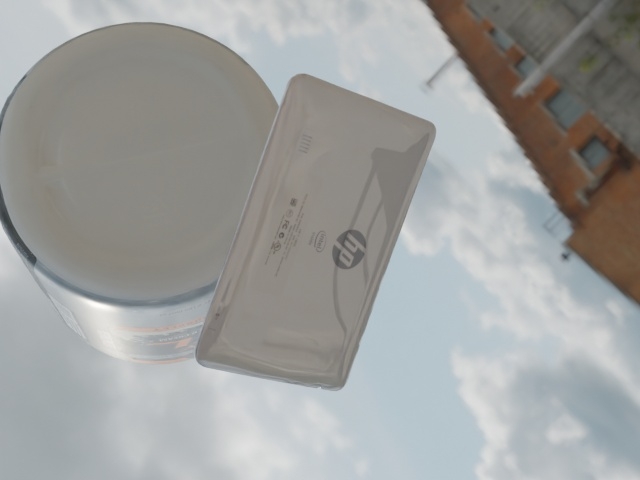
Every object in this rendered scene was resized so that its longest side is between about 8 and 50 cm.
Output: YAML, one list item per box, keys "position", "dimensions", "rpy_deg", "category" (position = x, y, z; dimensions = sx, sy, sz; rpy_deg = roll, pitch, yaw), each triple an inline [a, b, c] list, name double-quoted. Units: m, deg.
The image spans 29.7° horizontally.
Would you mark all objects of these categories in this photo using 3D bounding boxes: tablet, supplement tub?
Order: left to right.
- position: [-0.124, -0.015, 0.893]
  dimensions: [0.193, 0.193, 0.316]
  rpy_deg: [45, 167, 6]
  category: "supplement tub"
- position: [0.000, 0.000, 0.336]
  dimensions: [0.054, 0.083, 0.006]
  rpy_deg: [16, -173, -37]
  category: "tablet"
